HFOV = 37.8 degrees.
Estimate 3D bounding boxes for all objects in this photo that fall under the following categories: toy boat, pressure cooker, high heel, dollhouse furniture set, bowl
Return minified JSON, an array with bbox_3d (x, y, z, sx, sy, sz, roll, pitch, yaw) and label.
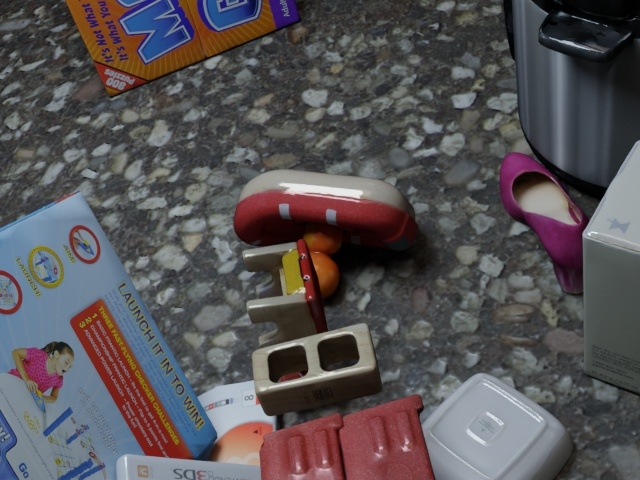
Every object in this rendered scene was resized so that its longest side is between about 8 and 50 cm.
[{"bbox_3d":[0.000,0.000,1.175,0.231,0.151,0.151,7,79,20],"label":"toy boat"},{"bbox_3d":[0.417,-0.301,1.130,0.376,0.420,0.369,-10,48,6],"label":"pressure cooker"},{"bbox_3d":[0.273,-0.054,1.147,0.082,0.117,0.244,-12,46,4],"label":"high heel"},{"bbox_3d":[0.028,0.181,0.947,0.152,0.201,0.374,-13,40,3],"label":"dollhouse furniture set"},{"bbox_3d":[0.175,0.208,0.975,0.142,0.053,0.142,-40,52,-21],"label":"bowl"}]

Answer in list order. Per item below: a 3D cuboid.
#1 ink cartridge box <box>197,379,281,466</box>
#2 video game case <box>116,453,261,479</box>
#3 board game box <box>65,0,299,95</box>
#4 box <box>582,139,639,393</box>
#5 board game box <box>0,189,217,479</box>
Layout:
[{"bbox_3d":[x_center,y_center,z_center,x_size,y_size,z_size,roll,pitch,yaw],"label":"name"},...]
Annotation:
[{"bbox_3d":[-0.133,0.232,1.039,0.179,0.045,0.145,-8,46,4],"label":"ink cartridge box"},{"bbox_3d":[-0.097,0.301,0.862,0.023,0.183,0.201,-40,49,37],"label":"video game case"},{"bbox_3d":[-0.292,-0.536,1.576,0.356,0.356,0.356,-23,46,-7],"label":"board game box"},{"bbox_3d":[0.356,0.039,0.958,0.127,0.232,0.148,19,56,30],"label":"box"},{"bbox_3d":[-0.266,0.143,0.876,0.086,0.308,0.302,-23,9,28],"label":"board game box"}]
